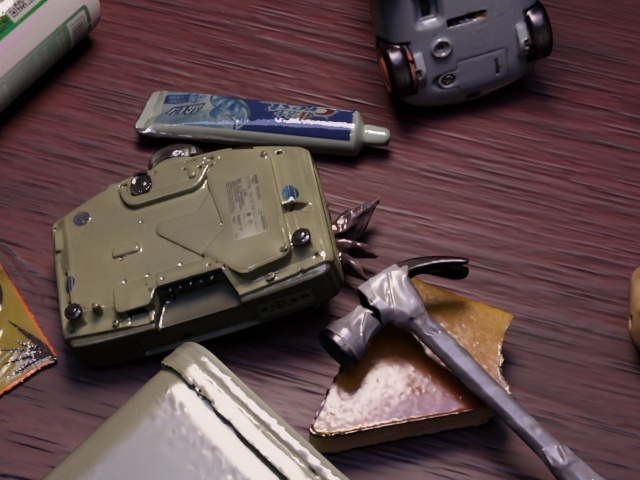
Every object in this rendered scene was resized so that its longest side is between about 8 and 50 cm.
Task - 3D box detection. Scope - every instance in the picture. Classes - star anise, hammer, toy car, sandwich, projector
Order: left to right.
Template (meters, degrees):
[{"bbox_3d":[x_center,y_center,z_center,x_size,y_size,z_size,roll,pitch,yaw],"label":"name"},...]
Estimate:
[{"bbox_3d":[-0.125,-0.002,1.425,0.270,0.088,0.193,-17,57,6],"label":"projector"},{"bbox_3d":[0.011,-0.004,1.469,0.129,0.056,0.124,-35,62,-16],"label":"star anise"},{"bbox_3d":[0.097,0.136,1.382,0.162,0.058,0.193,21,61,13],"label":"sandwich"},{"bbox_3d":[0.124,-0.289,1.548,0.181,0.270,0.212,-16,40,-4],"label":"toy car"},{"bbox_3d":[0.191,0.186,1.318,0.152,0.044,0.427,-40,79,-17],"label":"hammer"}]

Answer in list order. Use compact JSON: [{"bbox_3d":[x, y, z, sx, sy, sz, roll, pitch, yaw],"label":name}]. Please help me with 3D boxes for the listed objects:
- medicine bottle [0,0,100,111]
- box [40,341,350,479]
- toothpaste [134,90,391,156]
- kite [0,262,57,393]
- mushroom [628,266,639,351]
[{"bbox_3d":[-0.367,-0.195,1.548,0.133,0.133,0.274,32,63,19],"label":"medicine bottle"},{"bbox_3d":[-0.110,0.325,1.201,0.352,0.177,0.344,40,69,22],"label":"box"},{"bbox_3d":[-0.059,-0.122,1.555,0.268,0.047,0.069,6,71,8],"label":"toothpaste"},{"bbox_3d":[-0.415,0.092,1.438,0.328,0.013,0.377,7,57,4],"label":"kite"},{"bbox_3d":[0.415,0.067,1.405,0.247,0.108,0.096,7,17,2],"label":"mushroom"}]
